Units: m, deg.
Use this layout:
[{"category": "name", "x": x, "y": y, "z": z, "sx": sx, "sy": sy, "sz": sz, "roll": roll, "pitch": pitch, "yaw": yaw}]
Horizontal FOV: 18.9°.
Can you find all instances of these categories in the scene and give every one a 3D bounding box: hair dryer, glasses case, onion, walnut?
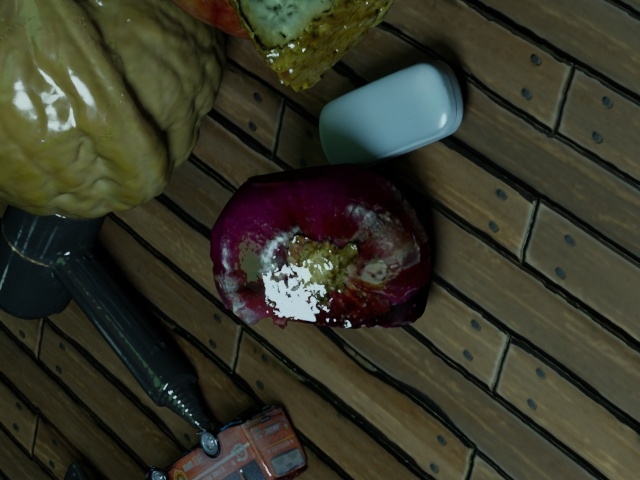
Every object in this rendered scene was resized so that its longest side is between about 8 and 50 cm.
[{"category": "hair dryer", "x": -0.232, "y": 0.089, "z": 2.078, "sx": 0.352, "sy": 0.107, "sz": 0.189, "roll": 51, "pitch": 136, "yaw": 23}, {"category": "glasses case", "x": 0.060, "y": -0.109, "z": 1.702, "sx": 0.178, "sy": 0.045, "sz": 0.067, "roll": -20, "pitch": 83, "yaw": 52}, {"category": "onion", "x": 0.000, "y": 0.000, "z": 1.731, "sx": 0.218, "sy": 0.195, "sz": 0.139, "roll": -90, "pitch": -3, "yaw": -80}, {"category": "walnut", "x": -0.240, "y": -0.175, "z": 1.838, "sx": 0.333, "sy": 0.333, "sz": 0.333, "roll": 16, "pitch": 111, "yaw": 48}]

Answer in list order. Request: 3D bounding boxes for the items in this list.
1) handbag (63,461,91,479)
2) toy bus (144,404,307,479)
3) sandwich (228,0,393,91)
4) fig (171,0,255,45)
[{"category": "handbag", "x": -0.250, "y": 0.404, "z": 2.178, "sx": 0.254, "sy": 0.089, "sz": 0.211, "roll": 56, "pitch": 138, "yaw": 31}, {"category": "toy bus", "x": -0.106, "y": 0.244, "z": 1.976, "sx": 0.235, "sy": 0.073, "sz": 0.096, "roll": -41, "pitch": 74, "yaw": 47}, {"category": "sandwich", "x": 0.029, "y": -0.303, "z": 1.542, "sx": 0.301, "sy": 0.099, "sz": 0.271, "roll": -32, "pitch": 63, "yaw": 10}, {"category": "fig", "x": -0.058, "y": -0.264, "z": 1.715, "sx": 0.205, "sy": 0.205, "sz": 0.205, "roll": 16, "pitch": 111, "yaw": 48}]
